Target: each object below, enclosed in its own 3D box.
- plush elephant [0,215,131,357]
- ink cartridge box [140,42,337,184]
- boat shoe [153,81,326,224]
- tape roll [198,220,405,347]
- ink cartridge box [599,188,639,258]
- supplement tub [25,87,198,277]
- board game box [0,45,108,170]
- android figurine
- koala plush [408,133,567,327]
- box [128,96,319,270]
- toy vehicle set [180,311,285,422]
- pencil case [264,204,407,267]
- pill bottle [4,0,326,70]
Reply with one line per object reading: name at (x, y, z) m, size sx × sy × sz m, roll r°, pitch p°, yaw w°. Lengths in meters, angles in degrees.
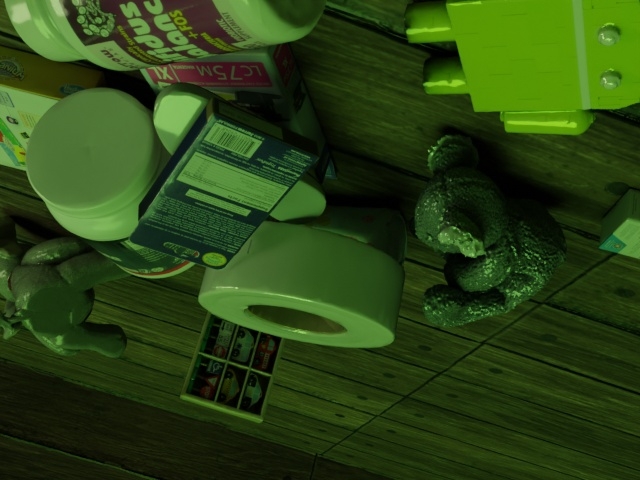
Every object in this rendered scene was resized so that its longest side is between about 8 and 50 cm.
plush elephant at (-0.558, 0.087, 1.563) m, size 0.330 × 0.255 × 0.271 m, roll -7°, pitch 120°, yaw -29°
ink cartridge box at (-0.100, -0.159, 1.019) m, size 0.186 × 0.065 × 0.311 m, roll 6°, pitch 154°, yaw 20°
boat shoe at (-0.092, -0.117, 0.934) m, size 0.096 × 0.088 × 0.268 m, roll -37°, pitch 133°, yaw 27°
tape roll at (-0.026, 0.070, 1.092) m, size 0.286 × 0.100 × 0.286 m, roll 11°, pitch 162°, yaw 4°
ink cartridge box at (0.446, -0.013, 1.012) m, size 0.123 × 0.052 × 0.088 m, roll 16°, pitch 154°, yaw 2°
supplement tub at (-0.261, -0.070, 1.059) m, size 0.191 × 0.191 × 0.272 m, roll 9°, pitch 163°, yaw 13°
board game box at (-0.464, -0.192, 1.144) m, size 0.317 × 0.064 × 0.242 m, roll 15°, pitch 153°, yaw 2°
android figurine at (0.228, -0.196, 0.776) m, size 0.273 × 0.056 × 0.248 m, roll 5°, pitch 152°, yaw 23°
koala plush at (0.199, -0.022, 1.000) m, size 0.203 × 0.196 × 0.221 m, roll -13°, pitch 143°, yaw 25°
box at (-0.120, -0.057, 0.900) m, size 0.136 × 0.036 × 0.225 m, roll 20°, pitch 130°, yaw -30°
toy vehicle set at (-0.160, 0.211, 1.532) m, size 0.166 × 0.266 × 0.035 m, roll 18°, pitch 155°, yaw -6°
pencil case at (0.000, 0.000, 1.208) m, size 0.273 × 0.113 × 0.124 m, roll 6°, pitch 144°, yaw 19°
pill bottle at (-0.158, -0.255, 0.742) m, size 0.302 × 0.169 × 0.169 m, roll -2°, pitch 149°, yaw 31°
